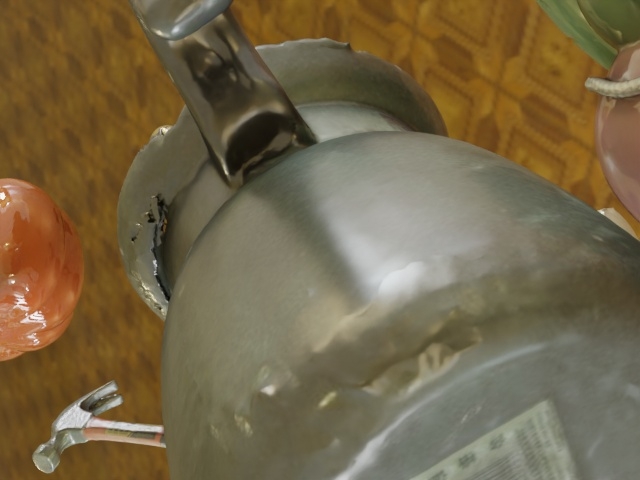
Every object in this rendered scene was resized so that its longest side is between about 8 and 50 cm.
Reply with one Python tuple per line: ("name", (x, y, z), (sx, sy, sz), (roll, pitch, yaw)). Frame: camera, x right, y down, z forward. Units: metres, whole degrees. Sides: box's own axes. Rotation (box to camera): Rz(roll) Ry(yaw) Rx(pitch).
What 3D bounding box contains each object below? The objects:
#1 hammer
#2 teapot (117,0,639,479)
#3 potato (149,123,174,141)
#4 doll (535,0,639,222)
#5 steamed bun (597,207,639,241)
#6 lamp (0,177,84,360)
("hammer", (-0.149, 0.198, 1.377), (0.287, 0.111, 0.033), (3, 131, 28))
("teapot", (-0.010, 0.020, 0.592), (0.223, 0.305, 0.285), (-53, 37, 16))
("potato", (-0.148, -0.101, 1.459), (0.051, 0.083, 0.040), (4, 81, 22))
("doll", (0.235, -0.069, 0.619), (0.284, 0.216, 0.268), (40, 173, -35))
("steamed bun", (0.270, 0.092, 1.735), (0.324, 0.324, 0.206), (-26, 79, 57))
("lamp", (-0.319, 0.036, 1.315), (0.188, 0.187, 0.164), (121, 150, -49))
